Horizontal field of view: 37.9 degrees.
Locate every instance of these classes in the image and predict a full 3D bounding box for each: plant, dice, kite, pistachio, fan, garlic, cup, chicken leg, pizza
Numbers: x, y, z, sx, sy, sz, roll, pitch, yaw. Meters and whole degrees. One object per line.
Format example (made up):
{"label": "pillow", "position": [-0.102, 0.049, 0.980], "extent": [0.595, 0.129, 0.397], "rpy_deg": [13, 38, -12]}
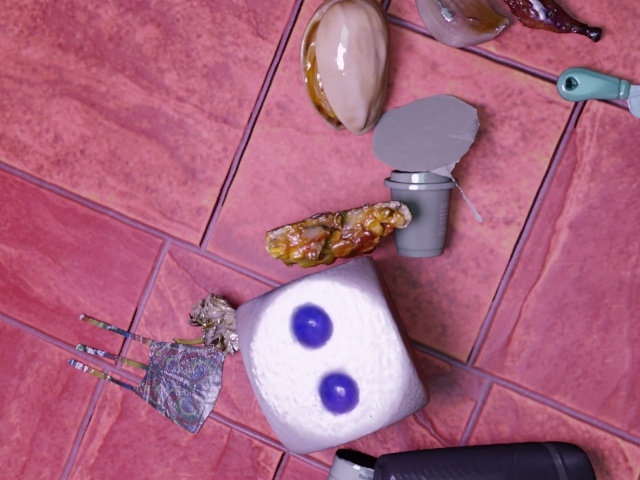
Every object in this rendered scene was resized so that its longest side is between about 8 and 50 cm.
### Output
{"label": "plant", "position": [-0.182, 0.154, 1.562], "extent": [0.122, 0.104, 0.116], "rpy_deg": [-37, 91, -31]}
{"label": "dice", "position": [0.020, 0.176, 1.457], "extent": [0.243, 0.259, 0.251], "rpy_deg": [-23, 85, 8]}
{"label": "kite", "position": [-0.310, 0.222, 1.644], "extent": [0.286, 0.015, 0.152], "rpy_deg": [21, 91, 8]}
{"label": "pistachio", "position": [0.044, -0.287, 1.514], "extent": [0.157, 0.157, 0.229], "rpy_deg": [2, 103, 11]}
{"label": "fan", "position": [0.187, -0.125, 1.449], "extent": [0.182, 0.010, 0.310], "rpy_deg": [-22, 46, 0]}
{"label": "garlic", "position": [0.214, -0.405, 1.513], "extent": [0.129, 0.090, 0.198], "rpy_deg": [-24, 79, -5]}
{"label": "cup", "position": [0.164, -0.047, 1.506], "extent": [0.120, 0.120, 0.141], "rpy_deg": [-2, 102, 11]}
{"label": "chicken leg", "position": [0.357, -0.381, 1.496], "extent": [0.093, 0.053, 0.205], "rpy_deg": [-36, 87, -5]}
{"label": "pizza", "position": [0.000, 0.000, 1.454], "extent": [0.290, 0.229, 0.081], "rpy_deg": [-12, 90, 39]}

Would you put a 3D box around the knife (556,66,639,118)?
{"label": "knife", "position": [0.505, -0.226, 1.476], "extent": [0.260, 0.034, 0.063], "rpy_deg": [11, 96, 7]}

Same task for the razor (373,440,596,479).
{"label": "razor", "position": [0.249, 0.416, 1.441], "extent": [0.349, 0.113, 0.204], "rpy_deg": [-2, 93, -8]}

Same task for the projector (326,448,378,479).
{"label": "projector", "position": [0.026, 0.516, 1.530], "extent": [0.108, 0.108, 0.337], "rpy_deg": [17, 93, 11]}
